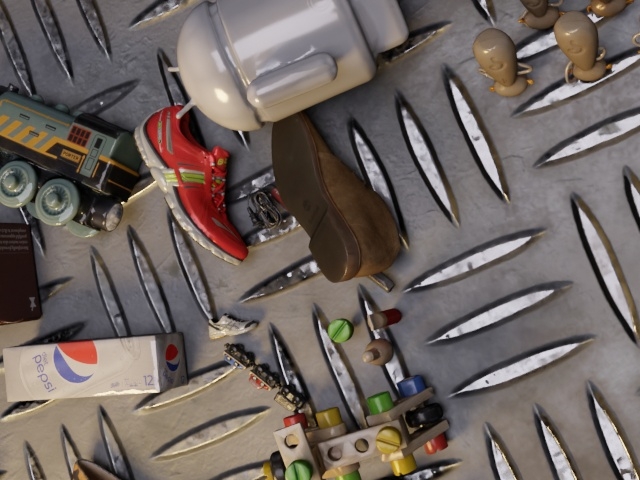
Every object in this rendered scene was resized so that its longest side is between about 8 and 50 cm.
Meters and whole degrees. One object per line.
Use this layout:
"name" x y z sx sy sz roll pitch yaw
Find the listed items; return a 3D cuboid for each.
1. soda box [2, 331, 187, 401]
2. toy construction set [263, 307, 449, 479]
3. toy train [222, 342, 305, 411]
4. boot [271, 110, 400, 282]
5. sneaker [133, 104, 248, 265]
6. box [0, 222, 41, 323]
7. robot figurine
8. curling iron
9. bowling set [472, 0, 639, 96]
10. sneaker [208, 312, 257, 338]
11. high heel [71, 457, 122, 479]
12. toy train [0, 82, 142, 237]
"soda box" -0.363 0.203 1.846 0.286 0.098 0.091 -6 88 21
"toy construction set" 0.044 0.251 1.614 0.257 0.237 0.309 7 91 17
"toy train" -0.091 0.213 1.783 0.158 0.027 0.036 37 113 16
"boot" 0.017 -0.075 1.715 0.112 0.115 0.305 -55 52 48
"sneaker" -0.183 -0.091 1.779 0.118 0.107 0.279 -34 81 8
"box" -0.600 0.067 1.896 0.203 0.168 0.167 -9 86 20
"robot figurine" -0.056 -0.284 1.657 0.353 0.300 0.200 -23 120 6
"curling iron" 0.000 0.000 1.743 0.274 0.035 0.068 32 105 18
"bowling set" 0.354 -0.321 1.573 0.287 0.154 0.200 -3 70 22
"sneaker" -0.139 0.131 1.797 0.083 0.032 0.037 -12 86 20
"high heel" -0.283 0.406 1.815 0.261 0.093 0.186 -25 88 28
"toy train" -0.445 -0.132 1.864 0.334 0.142 0.190 22 86 21
